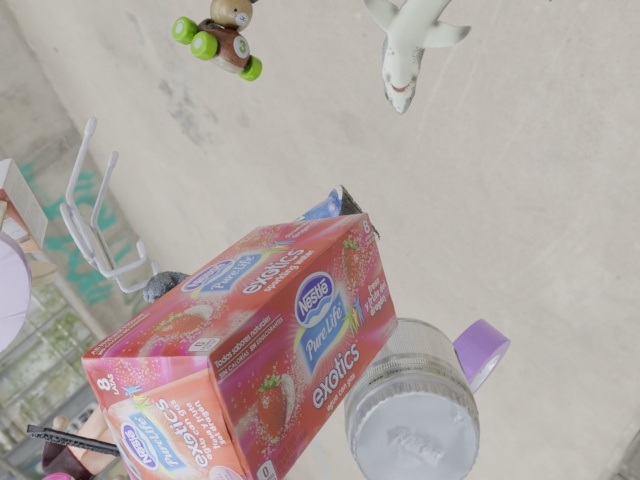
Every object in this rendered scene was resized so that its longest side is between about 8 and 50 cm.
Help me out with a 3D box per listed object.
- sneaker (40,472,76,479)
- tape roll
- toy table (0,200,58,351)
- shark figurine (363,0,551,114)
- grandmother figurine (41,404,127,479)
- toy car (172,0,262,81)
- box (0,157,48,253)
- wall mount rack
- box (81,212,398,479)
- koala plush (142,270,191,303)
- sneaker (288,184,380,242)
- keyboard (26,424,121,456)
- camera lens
[{"bbox_3d":[-0.283,0.417,0.964,0.252,0.103,0.111,58,179,12],"label":"sneaker"},{"bbox_3d":[0.357,0.330,1.828,0.090,0.275,0.275,39,158,23],"label":"tape roll"},{"bbox_3d":[-0.605,0.067,1.302,0.252,0.274,0.161,25,-158,-27],"label":"toy table"},{"bbox_3d":[0.170,-0.321,0.987,0.166,0.278,0.116,52,-168,-5],"label":"shark figurine"},{"bbox_3d":[-0.461,0.416,1.395,0.208,0.342,0.104,34,170,37],"label":"grandmother figurine"},{"bbox_3d":[-0.171,-0.438,1.438,0.155,0.188,0.149,13,-156,-50],"label":"toy car"},{"bbox_3d":[-0.627,-0.057,1.402,0.170,0.130,0.091,77,-177,-45],"label":"box"},{"bbox_3d":[-0.427,-0.057,1.453,0.304,0.130,0.350,64,170,9],"label":"wall mount rack"},{"bbox_3d":[-0.050,0.081,0.604,0.128,0.257,0.123,-6,110,32],"label":"box"},{"bbox_3d":[-0.248,0.182,1.327,0.203,0.221,0.196,-5,117,24],"label":"koala plush"},{"bbox_3d":[0.000,0.000,1.343,0.130,0.147,0.330,53,163,0],"label":"sneaker"},{"bbox_3d":[-0.423,0.354,1.278,0.180,0.023,0.108,29,155,-36],"label":"keyboard"},{"bbox_3d":[0.148,0.275,1.248,0.219,0.219,0.274,53,-169,-15],"label":"camera lens"}]
